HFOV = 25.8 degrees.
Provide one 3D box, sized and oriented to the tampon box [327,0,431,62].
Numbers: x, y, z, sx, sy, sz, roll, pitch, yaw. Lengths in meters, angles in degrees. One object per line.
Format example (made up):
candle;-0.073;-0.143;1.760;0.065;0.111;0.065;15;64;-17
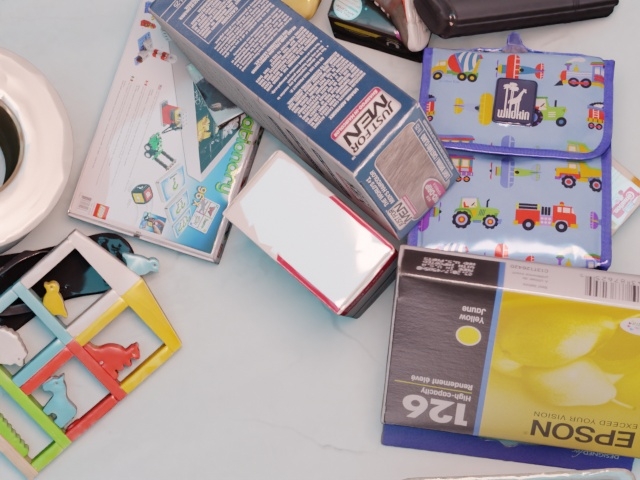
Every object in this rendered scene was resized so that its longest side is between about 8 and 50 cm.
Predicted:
tampon box;0.091;-0.317;1.702;0.120;0.101;0.161;17;85;7

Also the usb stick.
usb stick;0.234;-0.281;1.643;0.278;0.045;0.077;-13;58;-32

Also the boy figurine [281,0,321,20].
boy figurine;-0.049;-0.401;1.722;0.177;0.092;0.285;-15;81;-30

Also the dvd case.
dvd case;-0.092;-0.202;1.694;0.119;0.013;0.087;-27;83;-2

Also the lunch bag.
lunch bag;0.221;-0.096;1.599;0.221;0.138;0.293;2;73;8

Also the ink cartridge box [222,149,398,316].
ink cartridge box;0.000;0.000;1.604;0.172;0.237;0.100;41;91;8

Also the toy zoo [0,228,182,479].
toy zoo;-0.305;0.123;1.685;0.293;0.030;0.192;-41;101;-1

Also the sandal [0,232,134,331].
sandal;-0.354;0.050;1.716;0.254;0.054;0.097;-23;82;1

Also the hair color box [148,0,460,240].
hair color box;-0.019;-0.164;1.532;0.105;0.174;0.347;-47;60;-3

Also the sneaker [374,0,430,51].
sneaker;0.082;-0.289;1.629;0.065;0.061;0.158;-19;80;28

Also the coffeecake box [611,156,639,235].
coffeecake box;0.276;-0.063;1.673;0.185;0.068;0.142;42;89;8

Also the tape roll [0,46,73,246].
tape roll;-0.423;-0.099;1.645;0.246;0.169;0.246;2;83;-18

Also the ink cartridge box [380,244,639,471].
ink cartridge box;0.223;0.157;1.554;0.304;0.072;0.307;7;125;5

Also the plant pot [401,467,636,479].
plant pot;0.214;0.373;1.531;0.247;0.252;0.247;-4;83;5

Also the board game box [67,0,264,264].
board game box;-0.170;-0.143;1.725;0.193;0.053;0.305;18;85;5
